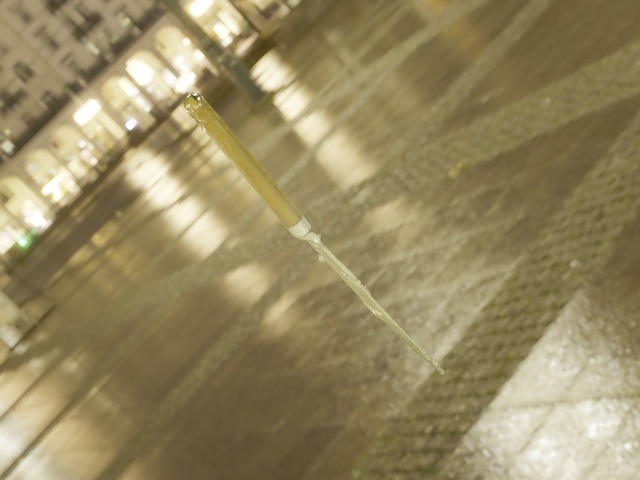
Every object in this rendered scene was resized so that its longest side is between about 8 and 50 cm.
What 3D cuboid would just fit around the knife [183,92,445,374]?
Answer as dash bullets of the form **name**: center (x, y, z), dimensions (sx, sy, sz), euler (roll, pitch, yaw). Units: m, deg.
- **knife**: center (-0.002, 0.002, 0.970), dimensions (0.017, 0.298, 0.047), euler (-45, 16, -14)
